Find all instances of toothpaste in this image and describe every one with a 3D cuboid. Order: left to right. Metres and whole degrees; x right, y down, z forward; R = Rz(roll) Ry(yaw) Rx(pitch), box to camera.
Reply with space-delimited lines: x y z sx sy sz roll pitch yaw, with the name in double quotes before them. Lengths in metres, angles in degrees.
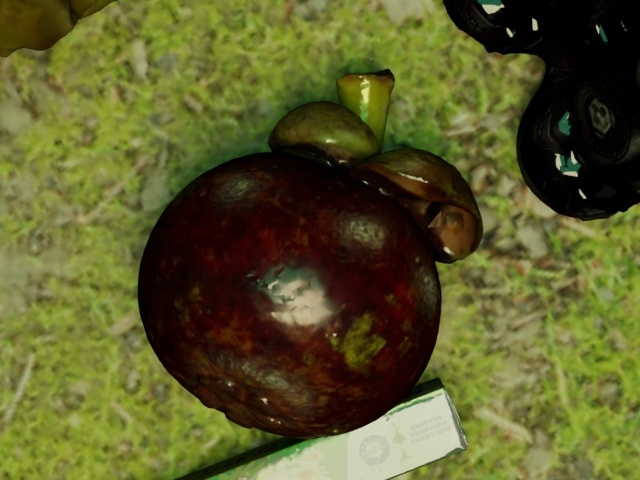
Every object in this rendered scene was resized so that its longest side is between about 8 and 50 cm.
"toothpaste" -0.014 0.119 0.824 0.178 0.043 0.037 -22 88 1

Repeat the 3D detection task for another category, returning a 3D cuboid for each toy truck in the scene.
"toy truck" 0.175 -0.120 0.779 0.177 0.161 0.213 -26 92 -22

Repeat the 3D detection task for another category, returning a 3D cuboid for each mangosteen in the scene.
"mangosteen" -0.001 0.011 0.790 0.156 0.181 0.145 15 134 16

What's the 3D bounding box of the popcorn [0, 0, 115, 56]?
"popcorn" -0.168 -0.200 0.759 0.225 0.174 0.286 -6 92 -7
